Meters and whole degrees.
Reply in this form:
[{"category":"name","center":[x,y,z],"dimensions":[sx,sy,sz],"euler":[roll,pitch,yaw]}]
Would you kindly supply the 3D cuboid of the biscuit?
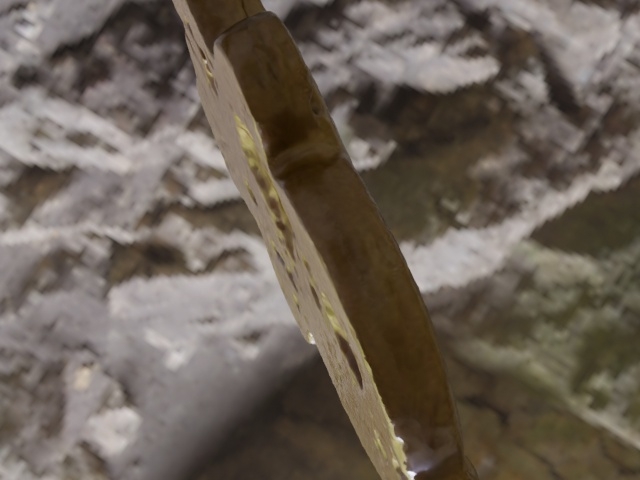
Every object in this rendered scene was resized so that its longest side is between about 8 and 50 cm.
[{"category":"biscuit","center":[0.003,-0.001,0.662],"dimensions":[0.035,0.249,0.184],"euler":[-22,144,-6]}]
